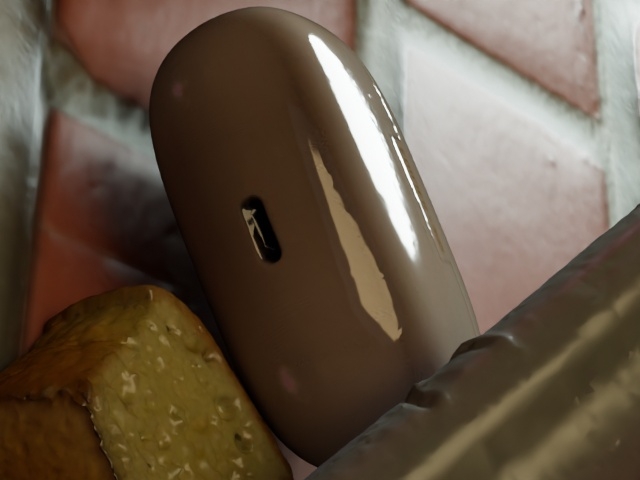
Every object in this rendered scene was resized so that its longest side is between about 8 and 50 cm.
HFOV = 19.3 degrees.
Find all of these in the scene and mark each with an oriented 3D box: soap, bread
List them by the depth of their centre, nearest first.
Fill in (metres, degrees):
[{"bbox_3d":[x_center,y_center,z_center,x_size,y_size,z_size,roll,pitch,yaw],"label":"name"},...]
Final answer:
[{"bbox_3d":[-0.052,0.108,0.697,0.103,0.065,0.187,-28,93,-58],"label":"bread"},{"bbox_3d":[0.099,0.153,0.733,0.302,0.257,0.159,-34,57,-32],"label":"soap"}]

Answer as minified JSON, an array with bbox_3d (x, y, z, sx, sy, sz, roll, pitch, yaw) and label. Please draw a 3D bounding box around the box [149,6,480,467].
[{"bbox_3d":[0.000,0.000,0.772,0.200,0.088,0.146,69,14,9],"label":"box"}]
